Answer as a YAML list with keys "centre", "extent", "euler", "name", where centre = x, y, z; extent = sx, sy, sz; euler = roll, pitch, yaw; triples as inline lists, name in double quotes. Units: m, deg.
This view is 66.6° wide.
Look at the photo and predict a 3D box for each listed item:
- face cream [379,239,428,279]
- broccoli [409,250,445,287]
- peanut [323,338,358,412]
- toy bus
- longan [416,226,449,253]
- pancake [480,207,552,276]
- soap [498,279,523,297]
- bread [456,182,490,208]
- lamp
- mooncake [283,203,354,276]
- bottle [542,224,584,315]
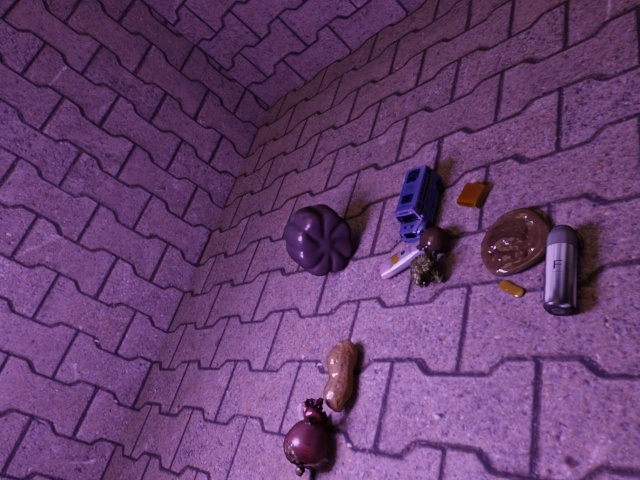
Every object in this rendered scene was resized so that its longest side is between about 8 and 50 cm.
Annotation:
- centre: [0.307, 0.071, 1.814]
  extent: [0.198, 0.057, 0.084]
  euler: [-35, 30, 29]
  name: "face cream"
- centre: [0.364, 0.101, 1.660]
  extent: [0.120, 0.130, 0.131]
  euler: [34, 77, 20]
  name: "broccoli"
- centre: [0.068, 0.469, 1.705]
  extent: [0.101, 0.117, 0.263]
  euler: [133, 152, -53]
  name: "peanut"
- centre: [0.368, -0.138, 1.861]
  extent: [0.125, 0.133, 0.292]
  euler: [-13, 50, 48]
  name: "toy bus"
- centre: [0.394, 0.004, 1.709]
  extent: [0.119, 0.106, 0.106]
  euler: [-26, 30, -9]
  name: "longan"
- centre: [0.593, 0.000, 1.489]
  extent: [0.242, 0.050, 0.242]
  euler: [-35, 37, 31]
  name: "pancake"
- centre: [0.560, 0.141, 1.432]
  extent: [0.034, 0.012, 0.089]
  euler: [-54, 30, 1]
  name: "soap"
- centre: [0.543, -0.160, 1.735]
  extent: [0.090, 0.035, 0.094]
  euler: [-59, 30, -6]
  name: "bread"
- centre: [-0.049, 0.653, 1.612]
  extent: [0.151, 0.215, 0.223]
  euler: [-2, 57, 0]
  name: "lamp"
- centre: [0.000, 0.000, 2.079]
  extent: [0.306, 0.306, 0.154]
  euler: [-56, 32, -2]
  name: "mooncake"
- centre: [0.654, 0.077, 1.307]
  extent: [0.096, 0.079, 0.254]
  euler: [9, 61, 15]
  name: "bottle"
